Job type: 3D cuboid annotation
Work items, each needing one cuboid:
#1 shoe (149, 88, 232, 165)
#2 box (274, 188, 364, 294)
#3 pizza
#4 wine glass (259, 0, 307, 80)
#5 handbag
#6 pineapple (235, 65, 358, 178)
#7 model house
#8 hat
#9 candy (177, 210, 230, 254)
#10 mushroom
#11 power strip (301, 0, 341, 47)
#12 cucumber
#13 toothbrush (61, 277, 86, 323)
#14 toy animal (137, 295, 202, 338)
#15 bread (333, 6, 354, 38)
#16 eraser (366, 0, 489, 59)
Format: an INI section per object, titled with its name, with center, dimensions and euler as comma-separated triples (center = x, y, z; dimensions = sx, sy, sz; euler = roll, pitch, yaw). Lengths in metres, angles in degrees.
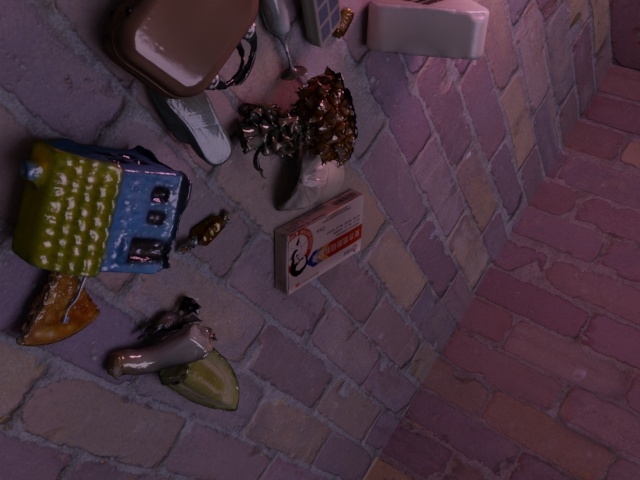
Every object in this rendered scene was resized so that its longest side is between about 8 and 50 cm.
[shoe]
center = -0.292, -0.273, 1.526
dimensions = 0.103, 0.100, 0.251
euler = -46, 119, -23
[box]
center = 0.000, 0.000, 2.139
dimensions = 0.353, 0.069, 0.214
euler = -28, 133, -39
[pizza]
center = -0.552, 0.125, 1.471
dimensions = 0.201, 0.053, 0.193
euler = -10, 119, -57
[wine glass]
center = -0.097, -0.508, 1.664
dimensions = 0.074, 0.074, 0.262
euler = -47, 142, -25
[handbag]
center = -0.250, -0.417, 1.383
dimensions = 0.283, 0.149, 0.301
euler = 40, 74, -34
[pineapple]
center = -0.080, -0.286, 1.735
dimensions = 0.272, 0.262, 0.262
euler = -16, 127, -21
[model house]
center = -0.450, -0.069, 1.353
dimensions = 0.303, 0.216, 0.237
euler = 3, 109, -49
[hat]
center = -0.003, -0.162, 1.962
dimensions = 0.226, 0.164, 0.219
euler = 10, 105, -34
[candy]
center = -0.286, -0.020, 1.746
dimensions = 0.182, 0.046, 0.053
euler = -40, 142, -35
[mushroom]
center = -0.391, 0.279, 1.718
dimensions = 0.278, 0.099, 0.096
euler = -16, 162, -20
[power strip]
center = -0.001, -0.605, 1.700
dimensions = 0.118, 0.046, 0.270
euler = -55, 156, -24
[cucumber]
center = -0.326, 0.381, 1.915
dimensions = 0.325, 0.105, 0.145
euler = 54, 40, -53
[toothbrush]
center = -0.514, 0.115, 1.458
dimensions = 0.013, 0.011, 0.131
euler = 24, 90, -49
[toy animal]
center = -0.378, 0.206, 1.755
dimensions = 0.202, 0.070, 0.105
euler = -26, 145, -45
[bread]
center = 0.064, -0.584, 1.861
dimensions = 0.088, 0.034, 0.049
euler = -59, 153, -8
[eraser]
center = 0.311, -0.638, 2.007
dimensions = 0.331, 0.331, 0.149
euler = -28, 131, -42
